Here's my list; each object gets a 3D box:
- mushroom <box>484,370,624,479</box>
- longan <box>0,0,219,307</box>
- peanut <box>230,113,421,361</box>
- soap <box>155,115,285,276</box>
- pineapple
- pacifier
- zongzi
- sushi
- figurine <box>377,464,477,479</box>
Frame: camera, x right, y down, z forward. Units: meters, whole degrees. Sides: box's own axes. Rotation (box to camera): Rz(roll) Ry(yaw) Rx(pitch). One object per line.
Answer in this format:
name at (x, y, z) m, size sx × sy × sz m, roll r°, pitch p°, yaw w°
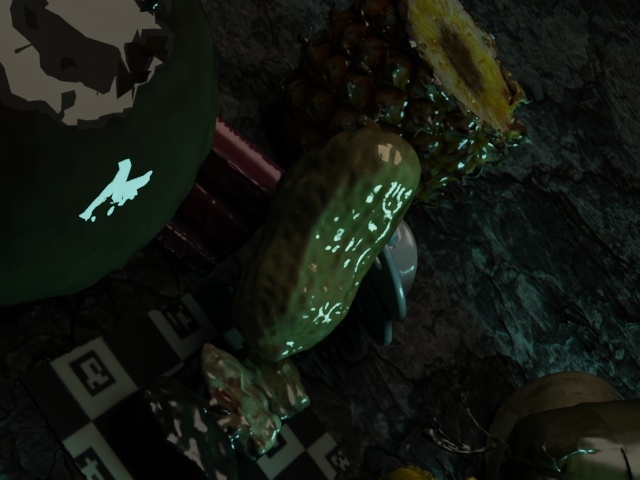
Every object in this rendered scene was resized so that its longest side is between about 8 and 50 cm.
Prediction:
mushroom at (0.361, 0.295, 1.731) m, size 0.195 × 0.189 × 0.254 m, roll 39°, pitch 43°, yaw -17°
longan at (-0.296, -0.155, 1.204) m, size 0.404 × 0.404 × 0.436 m, roll 18°, pitch 38°, yaw -40°
peanut at (0.000, -0.005, 1.412) m, size 0.143 × 0.291 × 0.159 m, roll 27°, pitch 9°, yaw -19°
soap at (-0.177, -0.090, 1.482) m, size 0.250 × 0.162 × 0.099 m, roll 40°, pitch 34°, yaw -18°
pineapple at (0.110, -0.196, 1.802) m, size 0.352 × 0.300 × 0.352 m, roll 31°, pitch 37°, yaw -27°
pacifier at (0.009, 0.037, 1.585) m, size 0.207 × 0.279 × 0.227 m, roll -27°, pitch 75°, yaw -14°
zongzi at (0.350, 0.375, 1.531) m, size 0.447 × 0.181 × 0.418 m, roll 0°, pitch 92°, yaw -20°
sushi at (-0.100, 0.184, 1.364) m, size 0.296 × 0.100 × 0.373 m, roll 55°, pitch 33°, yaw 6°
figurine at (0.115, 0.311, 1.491) m, size 0.156 × 0.115 × 0.095 m, roll 22°, pitch 32°, yaw -34°
